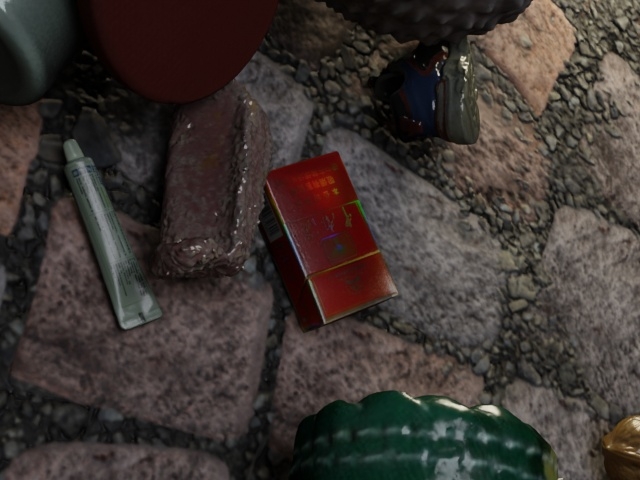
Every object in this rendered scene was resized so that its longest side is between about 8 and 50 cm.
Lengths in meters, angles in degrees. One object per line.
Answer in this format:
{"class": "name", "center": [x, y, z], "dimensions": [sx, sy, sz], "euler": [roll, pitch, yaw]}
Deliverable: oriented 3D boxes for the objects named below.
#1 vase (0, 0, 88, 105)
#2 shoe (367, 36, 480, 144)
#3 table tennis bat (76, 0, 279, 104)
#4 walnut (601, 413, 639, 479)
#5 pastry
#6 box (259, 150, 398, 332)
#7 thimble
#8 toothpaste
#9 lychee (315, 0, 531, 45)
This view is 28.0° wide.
{"class": "vase", "center": [-0.255, -0.281, 1.228], "dimensions": [0.245, 0.245, 0.291], "euler": [39, 63, -16]}
{"class": "shoe", "center": [0.122, -0.187, 1.527], "dimensions": [0.227, 0.125, 0.099], "euler": [-87, 161, -49]}
{"class": "table tennis bat", "center": [-0.133, -0.296, 1.160], "dimensions": [0.268, 0.051, 0.414], "euler": [-52, 147, -22]}
{"class": "walnut", "center": [0.388, 0.256, 1.520], "dimensions": [0.124, 0.105, 0.105], "euler": [8, 68, -25]}
{"class": "pastry", "center": [-0.107, -0.047, 1.290], "dimensions": [0.112, 0.103, 0.265], "euler": [62, 29, -42]}
{"class": "box", "center": [0.001, 0.000, 1.387], "dimensions": [0.112, 0.048, 0.175], "euler": [-20, 84, -38]}
{"class": "thimble", "center": [0.105, 0.257, 1.230], "dimensions": [0.288, 0.254, 0.167], "euler": [21, 62, -33]}
{"class": "toothpaste", "center": [-0.211, -0.008, 1.263], "dimensions": [0.048, 0.029, 0.197], "euler": [-21, 88, -35]}
{"class": "lychee", "center": [0.125, -0.404, 1.381], "dimensions": [0.380, 0.432, 0.380], "euler": [24, 53, -35]}
